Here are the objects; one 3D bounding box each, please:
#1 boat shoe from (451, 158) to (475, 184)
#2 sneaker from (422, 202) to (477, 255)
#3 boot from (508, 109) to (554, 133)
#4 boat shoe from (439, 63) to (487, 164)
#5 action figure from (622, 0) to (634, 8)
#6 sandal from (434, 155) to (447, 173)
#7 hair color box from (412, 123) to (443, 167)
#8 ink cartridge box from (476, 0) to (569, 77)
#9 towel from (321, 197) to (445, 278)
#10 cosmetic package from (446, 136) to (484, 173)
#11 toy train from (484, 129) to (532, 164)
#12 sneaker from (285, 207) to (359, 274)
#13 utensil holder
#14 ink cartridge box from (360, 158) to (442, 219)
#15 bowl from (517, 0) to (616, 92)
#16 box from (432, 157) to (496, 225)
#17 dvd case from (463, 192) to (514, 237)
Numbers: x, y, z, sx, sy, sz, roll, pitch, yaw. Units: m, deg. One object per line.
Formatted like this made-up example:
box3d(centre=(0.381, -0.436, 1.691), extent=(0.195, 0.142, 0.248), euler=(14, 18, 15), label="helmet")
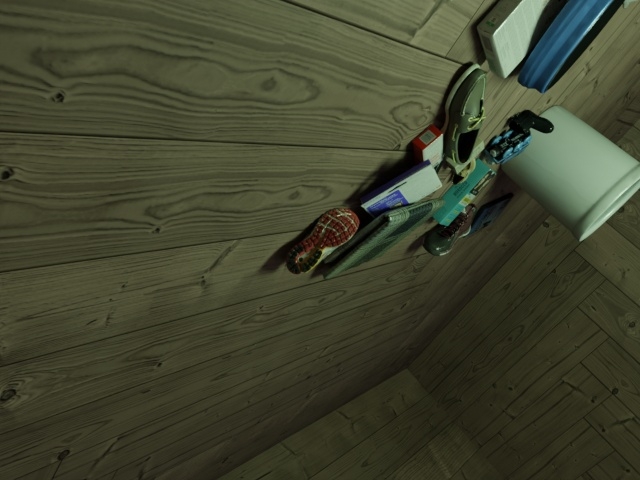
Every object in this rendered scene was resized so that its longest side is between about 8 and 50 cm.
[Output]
box3d(centre=(0.446, -0.218, 1.753), extent=(0.045, 0.050, 0.135), euler=(-39, 158, -22), label="boat shoe")
box3d(centre=(0.480, -0.065, 2.039), extent=(0.281, 0.106, 0.163), euler=(-35, 152, -42), label="sneaker")
box3d(centre=(0.661, -0.362, 1.763), extent=(0.099, 0.121, 0.045), euler=(-35, 155, -33), label="boot")
box3d(centre=(0.370, -0.310, 1.415), extent=(0.109, 0.091, 0.305), euler=(-34, 156, -19), label="boat shoe")
box3d(centre=(0.923, -0.769, 1.485), extent=(0.330, 0.178, 0.341), euler=(-45, -175, 23), label="action figure")
box3d(centre=(0.313, -0.202, 1.596), extent=(0.179, 0.040, 0.067), euler=(-59, 162, 2), label="sandal")
box3d(centre=(0.283, -0.236, 1.469), extent=(0.072, 0.043, 0.141), euler=(-40, 157, -4), label="hair color box")
box3d(centre=(0.458, -0.502, 1.254), extent=(0.225, 0.056, 0.181), euler=(-50, 149, 5), label="ink cartridge box")
box3d(centre=(0.175, -0.015, 1.626), extent=(0.312, 0.056, 0.324), euler=(-19, 161, -48), label="towel")
box3d(centre=(0.433, -0.258, 1.672), extent=(0.115, 0.041, 0.060), euler=(-44, 157, 4), label="cosmetic package")
box3d(centre=(0.614, -0.306, 1.835), extent=(0.184, 0.080, 0.105), euler=(-32, 161, -24), label="toy train")
box3d(centre=(0.000, 0.000, 1.409), extent=(0.225, 0.088, 0.093), euler=(-38, 177, -11), label="sneaker")
box3d(centre=(0.894, -0.245, 1.994), extent=(0.327, 0.385, 0.328), euler=(-34, 155, -18), label="utensil holder")
box3d(centre=(0.211, -0.134, 1.472), extent=(0.206, 0.045, 0.208), euler=(-30, 162, 12), label="ink cartridge box")
box3d(centre=(0.645, -0.533, 1.376), extent=(0.391, 0.077, 0.391), euler=(-46, 168, -13), label="bowl")
box3d(centre=(0.481, -0.160, 1.899), extent=(0.244, 0.060, 0.100), euler=(-49, 156, 17), label="box")
box3d(centre=(0.726, -0.112, 2.429), extent=(0.253, 0.022, 0.180), euler=(-21, 148, -40), label="dvd case")
